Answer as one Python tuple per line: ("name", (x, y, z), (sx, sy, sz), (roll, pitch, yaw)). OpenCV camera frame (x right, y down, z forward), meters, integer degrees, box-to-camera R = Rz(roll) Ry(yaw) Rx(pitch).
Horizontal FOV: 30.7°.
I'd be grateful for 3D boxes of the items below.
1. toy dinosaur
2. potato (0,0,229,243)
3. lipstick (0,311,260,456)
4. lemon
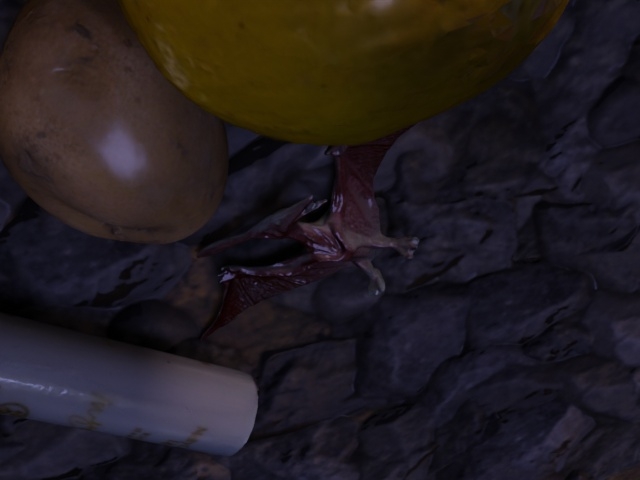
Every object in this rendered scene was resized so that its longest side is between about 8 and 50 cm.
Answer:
("toy dinosaur", (0.000, -0.001, 0.692), (0.108, 0.032, 0.220), (22, 121, -36))
("potato", (-0.097, -0.056, 0.564), (0.112, 0.112, 0.147), (-24, 139, 2))
("lipstick", (-0.160, 0.078, 0.685), (0.264, 0.059, 0.059), (18, 121, -30))
("lemon", (0.010, -0.148, 0.454), (0.204, 0.204, 0.260), (2, 130, -20))
